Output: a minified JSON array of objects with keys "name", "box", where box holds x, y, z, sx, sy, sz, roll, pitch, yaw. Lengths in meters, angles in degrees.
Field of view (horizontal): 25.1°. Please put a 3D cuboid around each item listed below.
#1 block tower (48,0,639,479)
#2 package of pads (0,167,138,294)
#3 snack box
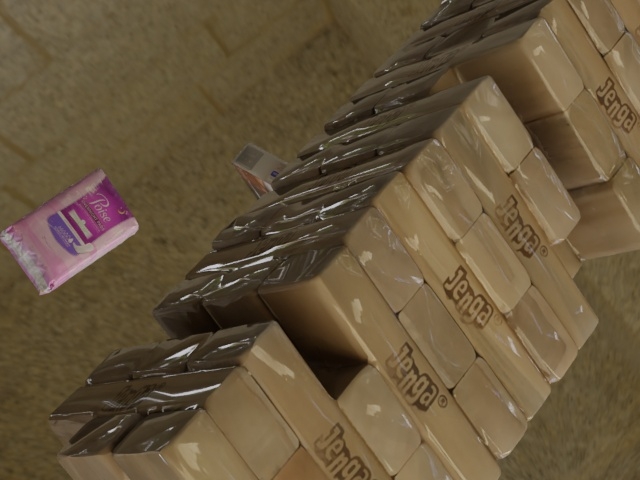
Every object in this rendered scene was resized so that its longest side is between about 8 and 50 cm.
[{"name":"block tower","box":[0.050,-0.013,0.492,0.335,0.091,0.097,-47,-69,-35]},{"name":"package of pads","box":[-0.164,-0.006,0.940,0.083,0.032,0.050,-38,-84,-37]},{"name":"snack box","box":[0.000,0.000,0.989,0.064,0.178,0.022,29,-106,36]}]
